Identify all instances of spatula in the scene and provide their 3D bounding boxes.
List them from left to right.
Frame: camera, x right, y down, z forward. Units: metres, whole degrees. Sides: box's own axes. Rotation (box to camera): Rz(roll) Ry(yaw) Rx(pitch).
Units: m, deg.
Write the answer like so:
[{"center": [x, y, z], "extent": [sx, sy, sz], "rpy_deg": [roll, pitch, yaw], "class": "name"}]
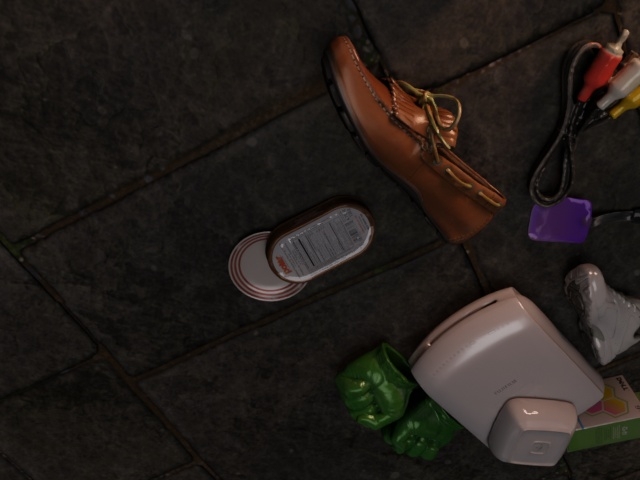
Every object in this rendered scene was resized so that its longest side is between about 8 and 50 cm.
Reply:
[{"center": [0.500, -0.038, 1.070], "extent": [0.296, 0.030, 0.084], "rpy_deg": [-2, 117, -2], "class": "spatula"}]

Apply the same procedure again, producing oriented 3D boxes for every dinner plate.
[{"center": [-0.085, 0.043, 1.093], "extent": [0.141, 0.017, 0.141], "rpy_deg": [-1, 119, -2], "class": "dinner plate"}]

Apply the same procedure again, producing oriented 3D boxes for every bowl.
[{"center": [0.384, 0.353, 1.153], "extent": [0.142, 0.053, 0.142], "rpy_deg": [7, 122, -7], "class": "bowl"}]

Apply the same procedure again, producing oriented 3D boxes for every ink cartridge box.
[{"center": [0.557, 0.326, 1.237], "extent": [0.209, 0.109, 0.062], "rpy_deg": [-13, 121, 4], "class": "ink cartridge box"}]

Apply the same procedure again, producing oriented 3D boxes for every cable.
[{"center": [0.387, -0.177, 0.959], "extent": [0.139, 0.072, 0.287], "rpy_deg": [24, 115, -12], "class": "cable"}]

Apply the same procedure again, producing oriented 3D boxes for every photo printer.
[{"center": [0.332, 0.238, 1.175], "extent": [0.256, 0.107, 0.307], "rpy_deg": [-39, 115, 18], "class": "photo printer"}]

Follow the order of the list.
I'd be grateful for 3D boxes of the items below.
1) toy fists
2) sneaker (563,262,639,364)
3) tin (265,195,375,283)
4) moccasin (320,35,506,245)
[{"center": [0.146, 0.319, 1.220], "extent": [0.142, 0.096, 0.279], "rpy_deg": [-39, 116, 19], "class": "toy fists"}, {"center": [0.509, 0.113, 1.136], "extent": [0.115, 0.090, 0.232], "rpy_deg": [-28, 127, 5], "class": "sneaker"}, {"center": [0.000, 0.000, 1.049], "extent": [0.189, 0.040, 0.106], "rpy_deg": [-28, 112, 4], "class": "tin"}, {"center": [0.143, -0.147, 0.926], "extent": [0.147, 0.139, 0.380], "rpy_deg": [-38, 115, 16], "class": "moccasin"}]
